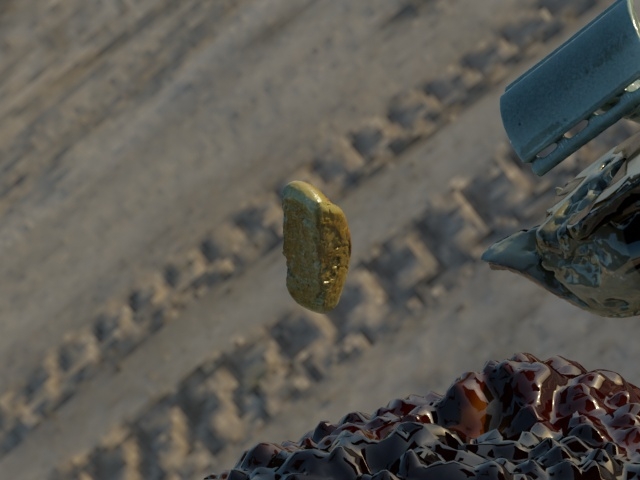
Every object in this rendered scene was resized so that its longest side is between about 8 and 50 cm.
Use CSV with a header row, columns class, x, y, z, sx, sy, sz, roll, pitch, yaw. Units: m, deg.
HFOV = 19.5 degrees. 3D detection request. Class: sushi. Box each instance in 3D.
class,x,y,z,sx,sy,sz,roll,pitch,yaw
sushi,0.209,-0.006,1.039,0.273,0.109,0.134,-36,7,42

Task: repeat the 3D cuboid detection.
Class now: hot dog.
class,x,y,z,sx,sy,sz,roll,pitch,yaw
hot dog,0.000,0.000,1.037,0.030,0.090,0.034,29,51,32

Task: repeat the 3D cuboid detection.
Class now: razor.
class,x,y,z,sx,sy,sz,roll,pitch,yaw
razor,0.224,-0.076,1.144,0.106,0.232,0.068,-37,56,35

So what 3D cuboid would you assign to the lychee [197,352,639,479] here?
class,x,y,z,sx,sy,sz,roll,pitch,yaw
lychee,0.059,0.177,0.634,0.271,0.271,0.271,-37,14,11
